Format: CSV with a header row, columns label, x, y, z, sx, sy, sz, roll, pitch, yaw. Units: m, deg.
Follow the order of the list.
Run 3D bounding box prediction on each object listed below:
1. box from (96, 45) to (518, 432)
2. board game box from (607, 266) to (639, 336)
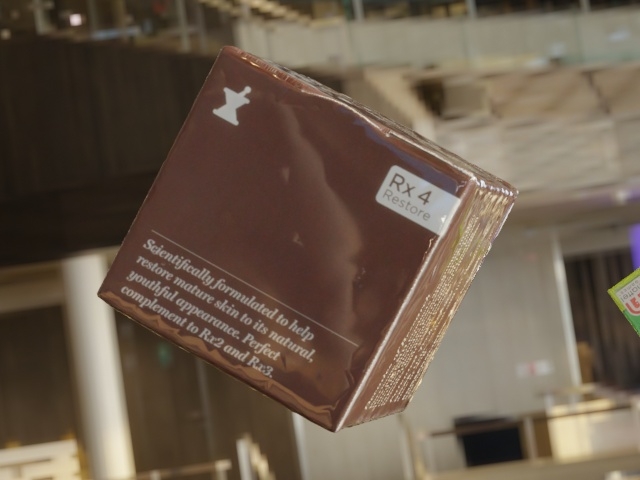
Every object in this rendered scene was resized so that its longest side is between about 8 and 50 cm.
label,x,y,z,sx,sy,sz,roll,pitch,yaw
box,0.000,0.000,1.174,0.168,0.167,0.203,29,6,13
board game box,0.273,0.079,1.225,0.092,0.181,0.043,-37,-28,8
